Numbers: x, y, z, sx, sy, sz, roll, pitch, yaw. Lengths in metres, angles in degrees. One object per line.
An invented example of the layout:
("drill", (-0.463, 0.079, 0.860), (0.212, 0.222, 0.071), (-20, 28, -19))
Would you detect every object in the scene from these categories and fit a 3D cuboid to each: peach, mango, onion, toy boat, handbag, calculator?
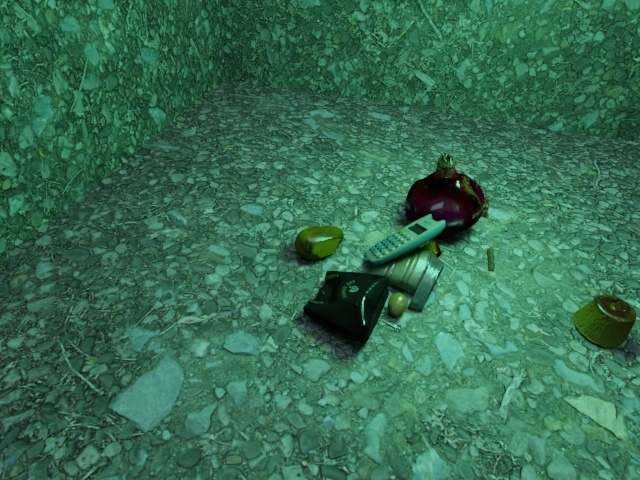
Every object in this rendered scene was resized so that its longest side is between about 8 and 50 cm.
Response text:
("peach", (0.485, 0.073, 1.867), (0.172, 0.127, 0.092), (-33, 84, -22))
("mango", (0.000, 0.000, 1.897), (0.262, 0.129, 0.167), (-12, 39, -28))
("onion", (0.633, -0.238, 2.011), (0.399, 0.420, 0.398), (-1, 51, 2))
("toy boat", (0.400, 0.135, 1.763), (0.276, 0.111, 0.294), (-43, 63, -15))
("handbag", (0.107, 0.236, 1.633), (0.288, 0.152, 0.342), (10, 39, 23))
("calculator", (0.374, 0.002, 1.844), (0.387, 0.054, 0.256), (-27, 13, 2))

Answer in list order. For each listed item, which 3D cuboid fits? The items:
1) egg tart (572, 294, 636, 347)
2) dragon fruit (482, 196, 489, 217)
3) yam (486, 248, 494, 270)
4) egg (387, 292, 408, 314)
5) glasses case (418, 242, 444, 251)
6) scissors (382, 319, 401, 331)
("egg tart", (1.164, 0.315, 1.636), (0.203, 0.147, 0.202), (1, 40, -1))
("dragon fruit", (0.898, -0.208, 2.251), (0.102, 0.096, 0.147), (12, 43, 2))
("yam", (0.830, 0.091, 1.949), (0.032, 0.032, 0.145), (13, 43, 9))
("egg", (0.317, 0.265, 1.658), (0.080, 0.080, 0.096), (31, 54, 27))
("glasses case", (0.515, 0.029, 1.981), (0.170, 0.041, 0.065), (32, 59, 27))
("scissors", (0.287, 0.341, 1.622), (0.083, 0.006, 0.036), (22, 45, 19))
